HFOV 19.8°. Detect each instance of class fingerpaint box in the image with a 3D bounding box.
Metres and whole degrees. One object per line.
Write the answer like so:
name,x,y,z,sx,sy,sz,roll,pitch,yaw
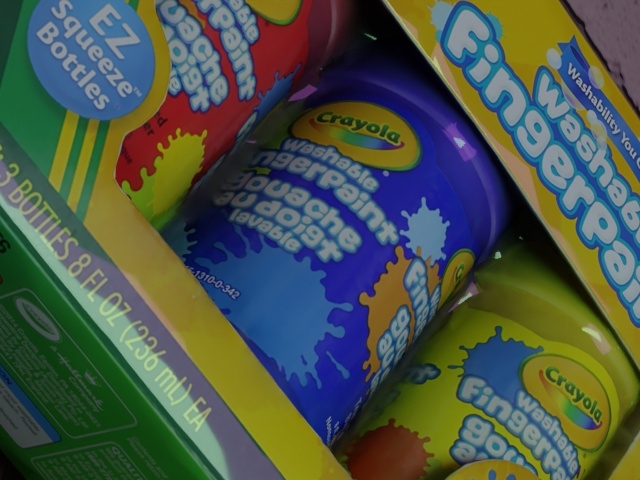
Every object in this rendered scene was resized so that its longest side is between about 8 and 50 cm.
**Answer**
fingerpaint box,0.000,0.000,0.972,0.445,0.163,0.371,54,52,-15

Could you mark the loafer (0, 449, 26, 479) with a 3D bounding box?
loafer,-0.193,0.032,1.034,0.130,0.134,0.366,80,27,-60
